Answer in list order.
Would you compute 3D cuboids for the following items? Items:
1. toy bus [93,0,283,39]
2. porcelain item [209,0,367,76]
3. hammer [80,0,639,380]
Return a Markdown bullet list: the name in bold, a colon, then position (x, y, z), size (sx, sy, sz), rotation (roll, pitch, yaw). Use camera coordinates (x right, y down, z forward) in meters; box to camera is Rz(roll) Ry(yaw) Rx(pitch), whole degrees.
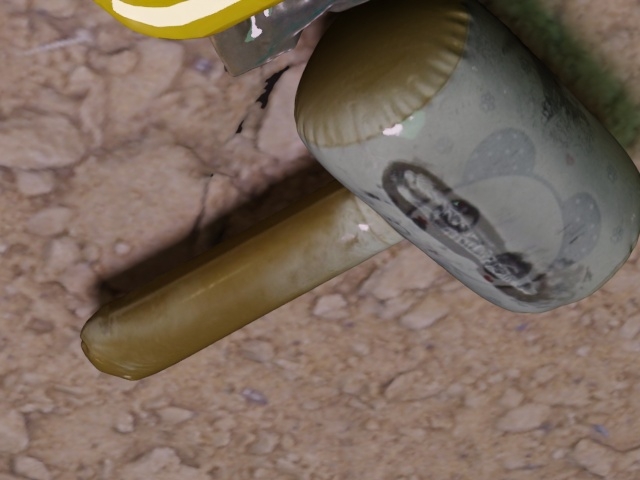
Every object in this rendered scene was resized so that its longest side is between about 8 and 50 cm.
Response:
- **toy bus**: position (-0.008, -0.285, 0.499), size (0.249, 0.440, 0.209), rotation (-23, 134, 24)
- **porcelain item**: position (0.044, -0.147, 0.879), size (0.215, 0.081, 0.069), rotation (-18, 132, 6)
- **hammer**: position (0.000, 0.000, 1.004), size (0.305, 0.113, 0.202), rotation (-30, 129, 26)
